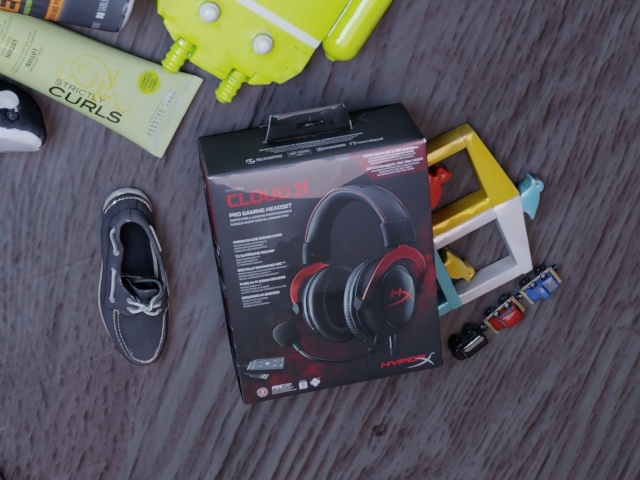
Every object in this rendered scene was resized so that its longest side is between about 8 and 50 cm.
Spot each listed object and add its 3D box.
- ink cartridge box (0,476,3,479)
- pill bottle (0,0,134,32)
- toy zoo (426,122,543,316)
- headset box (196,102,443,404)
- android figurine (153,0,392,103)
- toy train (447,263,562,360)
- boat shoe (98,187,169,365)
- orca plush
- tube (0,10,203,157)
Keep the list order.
[{"bbox_3d":[-0.526,0.251,1.358,0.324,0.071,0.330,-20,128,-3],"label":"ink cartridge box"},{"bbox_3d":[-0.284,-0.269,1.159,0.245,0.130,0.130,9,113,-17],"label":"pill bottle"},{"bbox_3d":[0.109,-0.002,1.439,0.293,0.030,0.192,-28,118,1],"label":"toy zoo"},{"bbox_3d":[0.000,0.000,1.333,0.218,0.110,0.293,-10,117,-7],"label":"headset box"},{"bbox_3d":[-0.052,-0.262,1.262,0.248,0.056,0.273,30,104,-24],"label":"android figurine"},{"bbox_3d":[0.212,0.083,1.501,0.158,0.036,0.027,-40,118,7],"label":"toy train"},{"bbox_3d":[-0.195,0.050,1.371,0.075,0.065,0.206,-7,117,-11],"label":"boat shoe"},{"bbox_3d":[-0.404,-0.142,1.227,0.287,0.151,0.102,-1,79,1],"label":"orca plush"},{"bbox_3d":[-0.236,-0.165,1.264,0.240,0.062,0.070,24,146,-27],"label":"tube"}]
